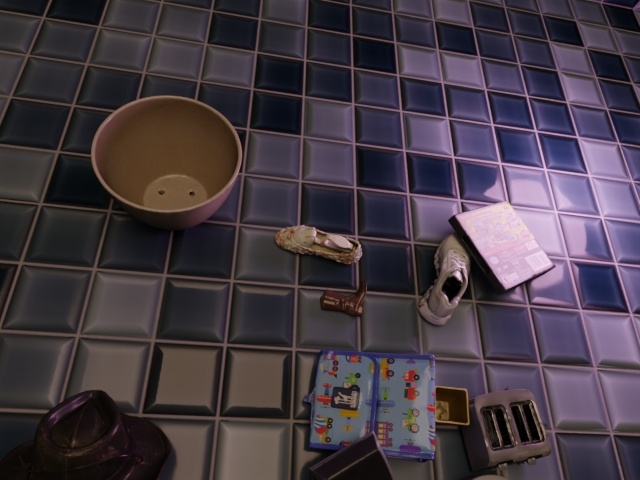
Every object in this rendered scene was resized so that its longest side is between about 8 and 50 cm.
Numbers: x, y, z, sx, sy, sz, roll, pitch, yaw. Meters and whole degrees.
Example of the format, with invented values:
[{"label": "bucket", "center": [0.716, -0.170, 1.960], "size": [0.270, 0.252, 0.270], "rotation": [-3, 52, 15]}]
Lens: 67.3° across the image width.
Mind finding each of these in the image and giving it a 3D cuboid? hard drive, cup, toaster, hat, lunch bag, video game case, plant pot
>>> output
[{"label": "hard drive", "center": [0.085, 0.538, 0.973], "size": [0.172, 0.054, 0.254], "rotation": [-21, 104, -21]}, {"label": "cup", "center": [-0.369, -0.156, 1.202], "size": [0.331, 0.237, 0.331], "rotation": [5, 63, -10]}, {"label": "toaster", "center": [0.427, 0.439, 1.138], "size": [0.168, 0.110, 0.185], "rotation": [-2, 63, -14]}, {"label": "hat", "center": [-0.431, 0.359, 0.871], "size": [0.331, 0.331, 0.133], "rotation": [-1, 101, -13]}, {"label": "lunch bag", "center": [0.107, 0.375, 1.110], "size": [0.293, 0.138, 0.220], "rotation": [4, 63, 4]}, {"label": "video game case", "center": [0.526, 0.011, 1.384], "size": [0.275, 0.035, 0.248], "rotation": [-15, 66, -36]}, {"label": "plant pot", "center": [0.298, 0.399, 1.144], "size": [0.082, 0.083, 0.081], "rotation": [7, 62, -3]}]

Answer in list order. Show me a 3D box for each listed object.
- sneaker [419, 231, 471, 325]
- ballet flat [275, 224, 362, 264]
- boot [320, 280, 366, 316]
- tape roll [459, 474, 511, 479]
[{"label": "sneaker", "center": [0.362, 0.087, 1.305], "size": [0.110, 0.118, 0.292], "rotation": [23, 59, 2]}, {"label": "ballet flat", "center": [0.000, 0.000, 1.292], "size": [0.241, 0.077, 0.091], "rotation": [12, 62, -5]}, {"label": "boot", "center": [0.060, 0.140, 1.259], "size": [0.114, 0.037, 0.106], "rotation": [13, 59, 0]}, {"label": "tape roll", "center": [0.373, 0.632, 1.048], "size": [0.219, 0.072, 0.219], "rotation": [5, 63, -10]}]
